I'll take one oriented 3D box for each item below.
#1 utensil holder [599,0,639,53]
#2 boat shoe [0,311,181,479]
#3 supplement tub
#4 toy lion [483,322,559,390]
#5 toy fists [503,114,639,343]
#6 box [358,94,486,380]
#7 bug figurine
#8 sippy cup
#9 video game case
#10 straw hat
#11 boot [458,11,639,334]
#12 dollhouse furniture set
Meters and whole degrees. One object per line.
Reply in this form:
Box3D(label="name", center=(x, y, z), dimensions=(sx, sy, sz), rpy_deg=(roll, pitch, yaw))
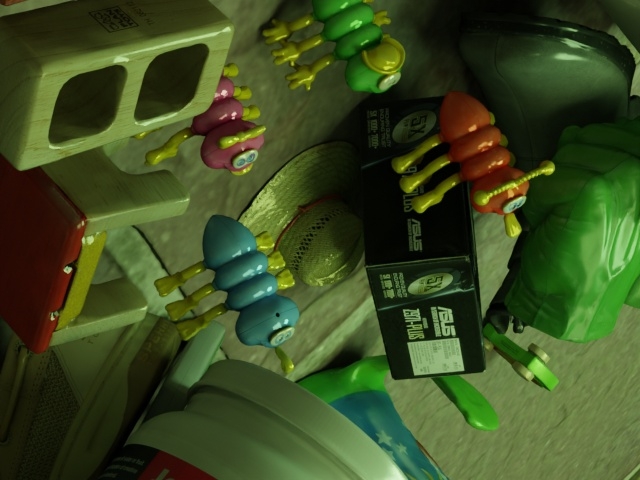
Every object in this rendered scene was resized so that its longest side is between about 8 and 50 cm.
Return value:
Box3D(label="utensil holder", center=(0.359, -0.235, 1.254), dimensions=(0.327, 0.327, 0.385), rpy_deg=(-52, 148, 6))
Box3D(label="boat shoe", center=(-0.208, 0.161, 1.169), dimensions=(0.341, 0.110, 0.122), rpy_deg=(-59, -178, 28))
Box3D(label="supplement tub", center=(-0.081, 0.227, 1.032), dimensions=(0.272, 0.191, 0.191), rpy_deg=(-52, 154, -22))
Box3D(label="toy lion", center=(0.200, 0.119, 1.686), dimensions=(0.034, 0.100, 0.096), rpy_deg=(-49, 132, -3))
Box3D(label="toy fists", center=(0.219, -0.023, 1.256), dimensions=(0.279, 0.096, 0.142), rpy_deg=(-13, 127, -60))
Box3D(label="box", center=(0.080, 0.001, 1.312), dimensions=(0.077, 0.147, 0.180), rpy_deg=(-6, 147, 6))
Box3D(label="bug figurine", center=(0.005, -0.056, 1.096), dimensions=(0.279, 0.216, 0.072), rpy_deg=(-30, 176, -25))
Box3D(label="sippy cup", center=(0.037, 0.268, 1.507), dimensions=(0.240, 0.224, 0.305), rpy_deg=(-28, 145, -33))
Box3D(label="video game case", center=(-0.133, 0.161, 1.229), dimensions=(0.193, 0.023, 0.212), rpy_deg=(-60, -178, 10))
Box3D(label="straw hat", center=(0.000, 0.000, 1.302), dimensions=(0.144, 0.061, 0.144), rpy_deg=(-33, 147, -25))
Box3D(label="boot", center=(0.181, -0.038, 1.363), dimensions=(0.338, 0.118, 0.223), rpy_deg=(29, 74, -59))
Box3D(label="dollhouse furniture set", center=(-0.154, -0.129, 0.811), dimensions=(0.152, 0.201, 0.374), rpy_deg=(-21, 147, -41))
